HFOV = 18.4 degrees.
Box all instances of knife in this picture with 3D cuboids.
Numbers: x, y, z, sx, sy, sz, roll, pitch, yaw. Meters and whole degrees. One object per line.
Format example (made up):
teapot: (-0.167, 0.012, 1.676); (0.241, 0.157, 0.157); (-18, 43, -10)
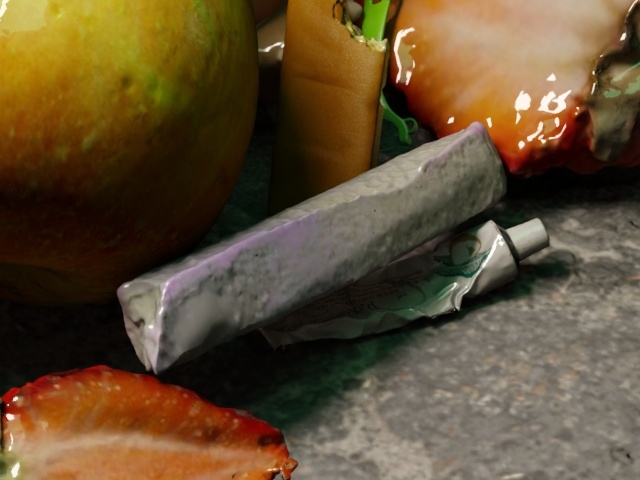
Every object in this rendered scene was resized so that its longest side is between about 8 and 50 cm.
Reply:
knife: (0.050, -0.154, 1.699); (0.078, 0.022, 0.166); (-8, 71, 31)

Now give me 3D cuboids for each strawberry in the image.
strawberry: (-0.144, 0.160, 1.368); (0.228, 0.098, 0.174); (-23, 72, -32)
strawberry: (0.185, -0.181, 1.713); (0.336, 0.149, 0.265); (22, 90, 39)

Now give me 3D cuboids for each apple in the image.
apple: (-0.236, -0.134, 1.480); (0.384, 0.374, 0.374); (10, 43, -4)

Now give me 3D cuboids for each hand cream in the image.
hand cream: (0.063, 0.032, 1.564); (0.257, 0.050, 0.084); (-18, 44, -16)

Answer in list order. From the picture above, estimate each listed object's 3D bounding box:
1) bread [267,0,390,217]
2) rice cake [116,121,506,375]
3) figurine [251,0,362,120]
bread: (0.010, -0.119, 1.597); (0.088, 0.226, 0.049); (11, 18, 10)
rice cake: (0.000, 0.000, 1.497); (0.399, 0.070, 0.064); (-26, 13, -40)
figurine: (-0.042, -0.220, 1.683); (0.173, 0.247, 0.177); (11, 20, -23)
